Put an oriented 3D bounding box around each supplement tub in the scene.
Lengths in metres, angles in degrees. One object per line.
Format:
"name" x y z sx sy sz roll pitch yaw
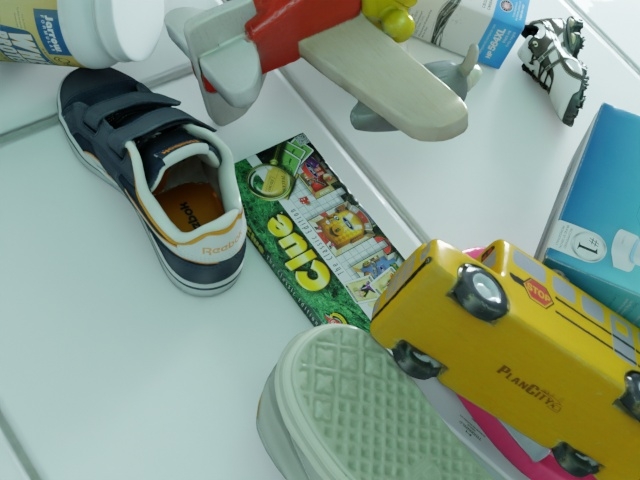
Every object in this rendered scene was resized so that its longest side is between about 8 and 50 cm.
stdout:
"supplement tub" -0.290 -0.266 0.936 0.200 0.144 0.144 7 55 15

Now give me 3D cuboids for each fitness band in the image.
"fitness band" 0.226 0.134 0.896 0.209 0.054 0.291 -16 64 -46

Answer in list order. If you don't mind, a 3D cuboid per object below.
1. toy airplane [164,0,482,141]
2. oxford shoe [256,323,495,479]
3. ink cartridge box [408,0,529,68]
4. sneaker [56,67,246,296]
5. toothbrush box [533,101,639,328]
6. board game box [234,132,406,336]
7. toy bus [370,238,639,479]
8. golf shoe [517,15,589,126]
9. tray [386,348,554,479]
"toy airplane" 0.016 -0.264 1.015 0.384 0.272 0.386 -3 64 26
"oxford shoe" 0.093 0.278 0.766 0.169 0.130 0.449 -33 88 -36
"ink cartridge box" 0.186 -0.351 1.191 0.203 0.086 0.148 21 56 -4
"sneaker" -0.177 -0.098 0.911 0.126 0.127 0.321 -29 69 -28
"toothbrush box" 0.383 0.019 0.869 0.296 0.126 0.216 22 61 10
"board game box" 0.000 0.000 0.958 0.136 0.030 0.259 -30 71 -26
"toy bus" 0.212 0.109 0.774 0.333 0.108 0.130 32 36 -9
"golf shoe" 0.318 -0.235 1.173 0.094 0.077 0.198 7 50 1
"tray" 0.152 0.195 0.865 0.270 0.030 0.145 41 57 3
